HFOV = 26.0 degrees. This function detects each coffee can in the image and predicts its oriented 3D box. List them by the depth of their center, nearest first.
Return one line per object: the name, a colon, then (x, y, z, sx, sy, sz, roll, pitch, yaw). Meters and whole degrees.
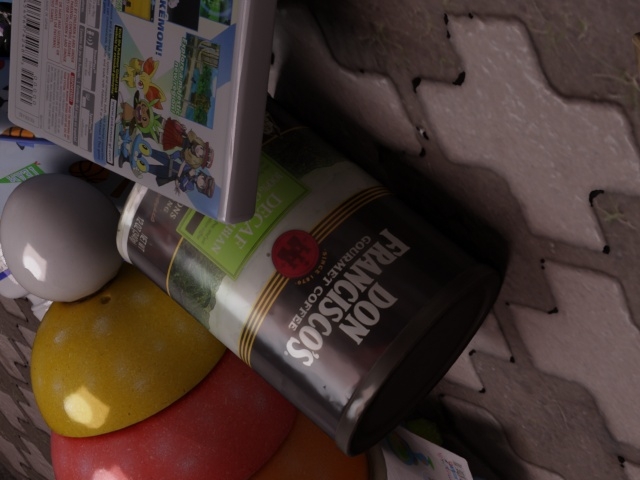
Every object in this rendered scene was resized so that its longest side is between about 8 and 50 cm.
coffee can: (-0.012, 0.024, 1.213, 0.275, 0.201, 0.201, 39, 153, 17)

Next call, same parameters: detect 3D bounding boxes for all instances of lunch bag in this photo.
lunch bag: (-0.254, -0.073, 1.418, 0.303, 0.115, 0.243, 9, 148, -3)

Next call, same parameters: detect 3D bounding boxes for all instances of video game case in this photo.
video game case: (-0.145, -0.212, 1.099, 0.300, 0.036, 0.329, 25, 116, 39)

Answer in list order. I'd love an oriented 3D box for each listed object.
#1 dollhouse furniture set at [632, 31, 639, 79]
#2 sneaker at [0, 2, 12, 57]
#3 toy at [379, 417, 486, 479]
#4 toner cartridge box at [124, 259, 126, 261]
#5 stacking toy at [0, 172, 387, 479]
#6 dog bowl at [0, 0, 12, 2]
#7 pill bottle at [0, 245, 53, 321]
dollhouse furniture set: (0.244, -0.085, 0.886, 0.081, 0.091, 0.114, -55, -47, -76)
sneaker: (-0.272, -0.231, 1.343, 0.107, 0.124, 0.283, 44, 154, 6)
toy: (0.119, 0.237, 1.475, 0.237, 0.056, 0.137, 25, 142, 59)
toner cartridge box: (-0.188, 0.041, 1.659, 0.348, 0.075, 0.165, 45, 154, 4)
stacking toy: (-0.168, 0.142, 1.376, 0.350, 0.350, 0.480, 13, 136, 50)
dog bowl: (-0.337, -0.346, 1.233, 0.166, 0.074, 0.297, -23, 95, 41)
pill bottle: (-0.391, -0.022, 1.795, 0.272, 0.152, 0.152, 53, 154, -13)
